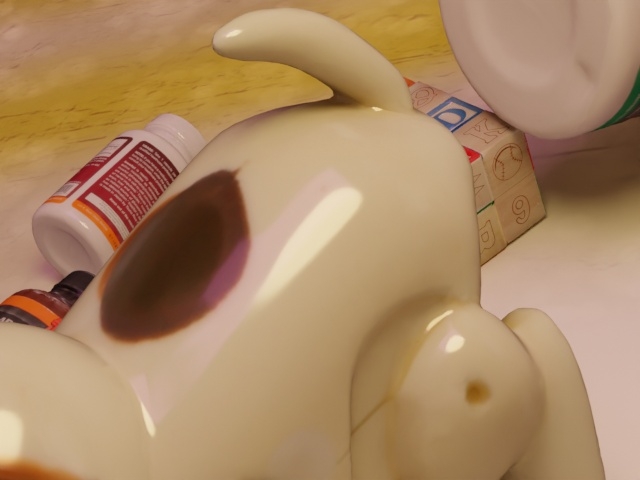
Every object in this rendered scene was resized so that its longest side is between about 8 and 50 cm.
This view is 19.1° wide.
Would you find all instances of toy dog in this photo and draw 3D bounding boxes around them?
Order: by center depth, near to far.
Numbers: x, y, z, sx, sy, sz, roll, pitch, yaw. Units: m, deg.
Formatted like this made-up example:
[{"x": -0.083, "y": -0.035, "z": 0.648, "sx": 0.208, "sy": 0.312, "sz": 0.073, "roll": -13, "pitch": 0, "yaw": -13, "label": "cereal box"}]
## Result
[{"x": -0.076, "y": 0.105, "z": 1.072, "sx": 0.408, "sy": 0.395, "sz": 0.284, "roll": -27, "pitch": 42, "yaw": -26, "label": "toy dog"}]

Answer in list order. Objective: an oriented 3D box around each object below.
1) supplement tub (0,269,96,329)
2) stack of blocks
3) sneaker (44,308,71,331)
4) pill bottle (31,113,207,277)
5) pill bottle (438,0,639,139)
[{"x": -0.224, "y": 0.107, "z": 1.381, "sx": 0.106, "sy": 0.106, "sz": 0.198, "roll": 14, "pitch": 46, "yaw": 40, "label": "supplement tub"}, {"x": 0.000, "y": 0.000, "z": 1.433, "sx": 0.297, "sy": 0.087, "sz": 0.171, "roll": -35, "pitch": 37, "yaw": -22, "label": "stack of blocks"}, {"x": -0.180, "y": 0.091, "z": 1.262, "sx": 0.090, "sy": 0.145, "sz": 0.270, "roll": 26, "pitch": 79, "yaw": 48, "label": "sneaker"}, {"x": -0.159, "y": -0.036, "z": 1.565, "sx": 0.086, "sy": 0.086, "sz": 0.152, "roll": 12, "pitch": 45, "yaw": 38, "label": "pill bottle"}, {"x": 0.283, "y": -0.214, "z": 1.429, "sx": 0.361, "sy": 0.204, "sz": 0.204, "roll": -20, "pitch": 29, "yaw": -33, "label": "pill bottle"}]
